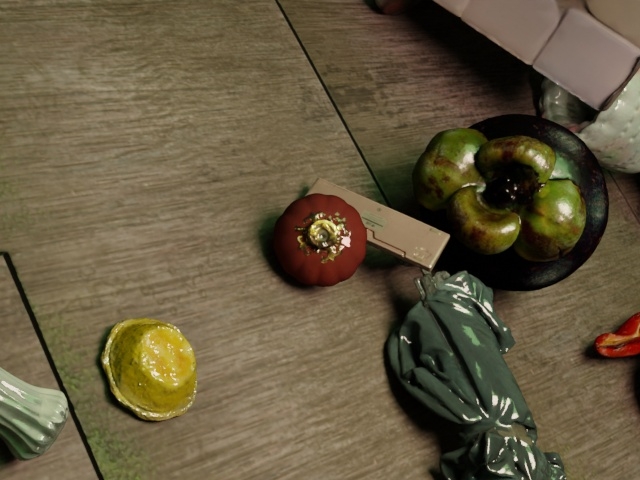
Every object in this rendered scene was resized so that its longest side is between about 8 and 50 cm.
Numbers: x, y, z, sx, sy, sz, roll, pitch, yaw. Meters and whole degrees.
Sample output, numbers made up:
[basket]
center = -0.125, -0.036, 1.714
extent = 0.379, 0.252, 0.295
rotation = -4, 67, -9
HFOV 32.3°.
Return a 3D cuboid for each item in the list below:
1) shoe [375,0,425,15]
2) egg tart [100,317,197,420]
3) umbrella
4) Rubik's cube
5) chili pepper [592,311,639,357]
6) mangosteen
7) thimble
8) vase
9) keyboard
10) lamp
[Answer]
[shoe]
center = 0.141, -0.425, 1.587
extent = 0.137, 0.114, 0.291
rotation = 47, 39, -10
[egg tart]
center = -0.147, 0.111, 1.000
extent = 0.105, 0.039, 0.105
rotation = 24, 47, -29
[umbrella]
center = 0.154, 0.146, 1.190
extent = 0.143, 0.094, 0.348
rotation = -5, 61, -35
[Rubik's cube]
center = 0.355, -0.443, 1.407
extent = 0.347, 0.347, 0.344
rotation = 36, 47, 3
[chili pepper]
center = 0.433, 0.125, 1.476
extent = 0.268, 0.050, 0.059
rotation = -13, 49, -44
[mangosteen]
center = 0.219, -0.045, 1.287
extent = 0.243, 0.243, 0.243
rotation = 22, 48, -27
[thimble]
center = 0.431, -0.213, 1.615
extent = 0.149, 0.185, 0.211
rotation = 19, 87, -26
[vase]
center = -0.272, 0.113, 0.866
extent = 0.149, 0.081, 0.081
rotation = 36, 43, -20
[keyboard]
center = 0.057, -0.016, 1.221
extent = 0.166, 0.017, 0.055
rotation = 24, 58, 15
[lamp]
center = 0.000, 0.000, 1.171
extent = 0.101, 0.090, 0.101
rotation = 0, 81, -3
